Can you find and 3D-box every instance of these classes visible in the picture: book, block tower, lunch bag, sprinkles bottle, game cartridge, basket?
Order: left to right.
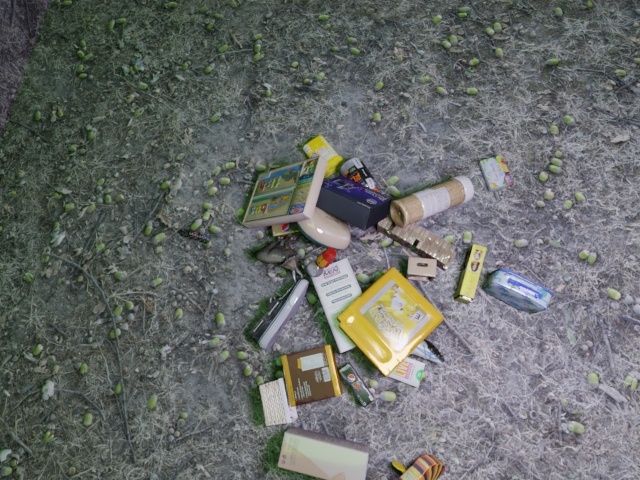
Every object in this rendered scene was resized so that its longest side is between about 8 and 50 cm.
[{"bbox_3d":[-0.164,0.625,1.576,0.103,0.113,0.167,-15,72,7],"label":"basket"},{"bbox_3d":[0.263,0.304,1.552,0.324,0.052,0.285,-40,76,-17],"label":"game cartridge"},{"bbox_3d":[0.326,0.504,1.594,0.144,0.035,0.096,18,80,11],"label":"book"},{"bbox_3d":[0.404,-0.005,1.703,0.336,0.097,0.091,32,80,14],"label":"block tower"},{"bbox_3d":[0.461,-0.164,1.676,0.356,0.121,0.121,-22,71,-20],"label":"sprinkles bottle"},{"bbox_3d":[0.755,0.192,1.555,0.219,0.176,0.090,27,79,15],"label":"lunch bag"}]

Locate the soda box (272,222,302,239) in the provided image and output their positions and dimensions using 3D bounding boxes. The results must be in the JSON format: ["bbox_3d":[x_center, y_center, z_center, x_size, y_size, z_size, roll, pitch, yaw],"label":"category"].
[{"bbox_3d":[-0.120,-0.053,1.800,0.182,0.061,0.058,-11,72,4],"label":"soda box"}]

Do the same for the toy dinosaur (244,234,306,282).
[{"bbox_3d":[-0.193,0.053,1.721,0.314,0.160,0.120,15,120,13],"label":"toy dinosaur"}]

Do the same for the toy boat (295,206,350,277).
[{"bbox_3d":[0.000,0.000,1.664,0.268,0.148,0.318,26,38,-23],"label":"toy boat"}]

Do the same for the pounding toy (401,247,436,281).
[{"bbox_3d":[0.395,0.101,1.652,0.141,0.130,0.100,5,74,9],"label":"pounding toy"}]

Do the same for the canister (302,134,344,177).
[{"bbox_3d":[0.011,-0.392,1.882,0.126,0.073,0.169,-35,71,-4],"label":"canister"}]

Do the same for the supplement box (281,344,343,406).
[{"bbox_3d":[-0.031,0.524,1.579,0.194,0.129,0.191,-14,72,3],"label":"supplement box"}]

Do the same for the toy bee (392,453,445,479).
[{"bbox_3d":[0.306,0.862,1.400,0.195,0.162,0.298,-3,43,44],"label":"toy bee"}]

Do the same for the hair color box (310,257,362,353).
[{"bbox_3d":[0.097,0.265,1.653,0.174,0.105,0.347,-21,72,-2],"label":"hair color box"}]

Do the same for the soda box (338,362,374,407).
[{"bbox_3d":[0.140,0.561,1.582,0.053,0.060,0.168,-35,73,-3],"label":"soda box"}]

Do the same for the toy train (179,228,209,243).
[{"bbox_3d":[-0.579,-0.021,1.869,0.158,0.027,0.036,17,65,12],"label":"toy train"}]

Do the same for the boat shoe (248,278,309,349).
[{"bbox_3d":[-0.177,0.285,1.674,0.119,0.121,0.335,33,81,14],"label":"boat shoe"}]

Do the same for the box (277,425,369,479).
[{"bbox_3d":[0.017,0.789,1.486,0.311,0.148,0.121,9,75,11],"label":"box"}]

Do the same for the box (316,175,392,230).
[{"bbox_3d":[0.130,-0.160,1.664,0.261,0.103,0.184,29,38,26],"label":"box"}]

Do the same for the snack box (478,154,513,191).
[{"bbox_3d":[0.766,-0.294,1.774,0.100,0.037,0.141,-16,72,4],"label":"snack box"}]

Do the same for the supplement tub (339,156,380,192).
[{"bbox_3d":[0.176,-0.263,1.798,0.117,0.117,0.190,-31,72,-3],"label":"supplement tub"}]

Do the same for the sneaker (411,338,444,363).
[{"bbox_3d":[0.372,0.420,1.593,0.237,0.085,0.086,29,105,11],"label":"sneaker"}]

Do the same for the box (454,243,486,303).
[{"bbox_3d":[0.606,0.136,1.640,0.058,0.087,0.232,17,75,10],"label":"box"}]

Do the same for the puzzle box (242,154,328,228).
[{"bbox_3d":[-0.161,-0.196,1.723,0.409,0.052,0.271,-7,61,44],"label":"puzzle box"}]
